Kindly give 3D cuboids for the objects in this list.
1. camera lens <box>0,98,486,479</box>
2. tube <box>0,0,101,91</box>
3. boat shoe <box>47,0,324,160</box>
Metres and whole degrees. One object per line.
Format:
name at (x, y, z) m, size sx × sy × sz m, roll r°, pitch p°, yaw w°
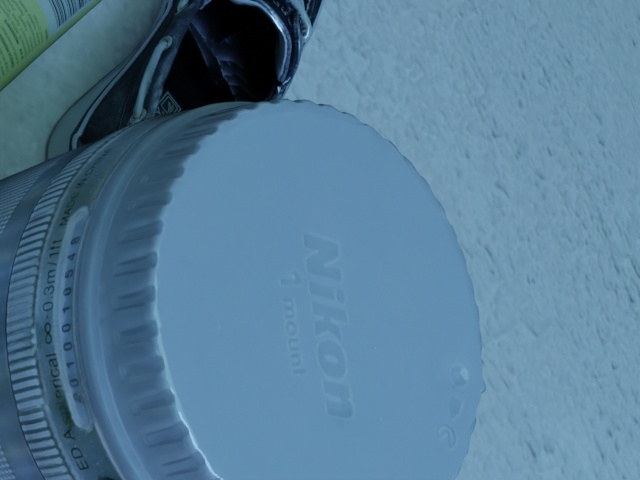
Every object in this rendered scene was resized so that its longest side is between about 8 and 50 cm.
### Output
camera lens at (-0.088, 0.061, 0.761) m, size 0.219 × 0.274 × 0.219 m, roll 14°, pitch 69°, yaw -41°
tube at (-0.210, -0.096, 0.849) m, size 0.070 × 0.062 × 0.240 m, roll 29°, pitch 53°, yaw 17°
boat shoe at (-0.053, -0.128, 0.973) m, size 0.108 × 0.102 × 0.301 m, roll 53°, pitch 48°, yaw -20°
